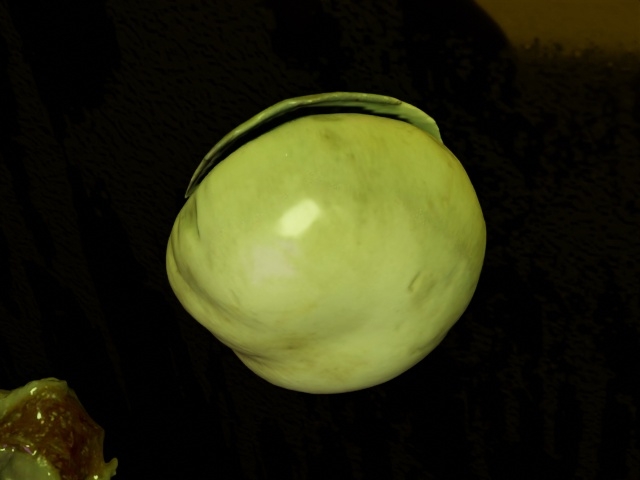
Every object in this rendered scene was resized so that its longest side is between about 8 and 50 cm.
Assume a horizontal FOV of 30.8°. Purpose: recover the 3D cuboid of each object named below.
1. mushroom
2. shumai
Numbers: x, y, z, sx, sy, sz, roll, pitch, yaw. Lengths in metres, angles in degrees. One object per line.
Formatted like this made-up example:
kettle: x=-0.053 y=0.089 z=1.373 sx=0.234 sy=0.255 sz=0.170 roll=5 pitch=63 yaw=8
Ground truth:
mushroom: x=0.000 y=0.000 z=0.540 sx=0.154 sy=0.122 sz=0.154 roll=-13 pitch=140 yaw=-11
shumai: x=-0.204 y=0.171 z=0.776 sx=0.175 sy=0.166 sz=0.206 roll=-36 pitch=109 yaw=19
